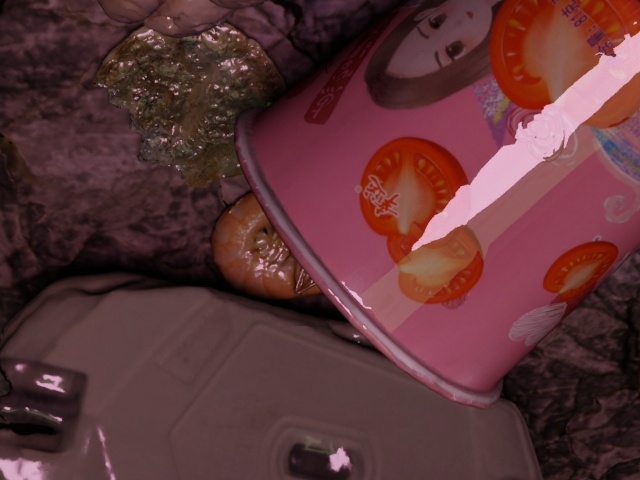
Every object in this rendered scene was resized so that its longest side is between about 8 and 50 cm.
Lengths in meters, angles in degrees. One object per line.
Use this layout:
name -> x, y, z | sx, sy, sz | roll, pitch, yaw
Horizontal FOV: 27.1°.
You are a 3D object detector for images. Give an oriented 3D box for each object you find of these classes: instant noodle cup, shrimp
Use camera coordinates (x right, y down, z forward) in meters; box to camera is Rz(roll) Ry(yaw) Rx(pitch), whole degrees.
instant noodle cup -> 0.112, -0.060, 0.801 | 0.231, 0.243, 0.243 | -41, 121, 17
shrimp -> 0.000, -0.004, 0.958 | 0.163, 0.045, 0.095 | -7, 108, 7

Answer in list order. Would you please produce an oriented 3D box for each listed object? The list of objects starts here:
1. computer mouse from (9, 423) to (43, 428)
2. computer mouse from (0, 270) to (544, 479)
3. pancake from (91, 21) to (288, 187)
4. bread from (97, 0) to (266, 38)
computer mouse -> -0.113, 0.203, 1.076 | 0.168, 0.087, 0.295 | -38, 120, 19
computer mouse -> -0.036, 0.160, 0.970 | 0.429, 0.228, 0.145 | 17, 167, -18
pancake -> -0.080, -0.092, 0.883 | 0.116, 0.022, 0.129 | -21, 127, 9
bread -> -0.014, -0.229, 0.681 | 0.102, 0.183, 0.337 | 28, 119, -21
